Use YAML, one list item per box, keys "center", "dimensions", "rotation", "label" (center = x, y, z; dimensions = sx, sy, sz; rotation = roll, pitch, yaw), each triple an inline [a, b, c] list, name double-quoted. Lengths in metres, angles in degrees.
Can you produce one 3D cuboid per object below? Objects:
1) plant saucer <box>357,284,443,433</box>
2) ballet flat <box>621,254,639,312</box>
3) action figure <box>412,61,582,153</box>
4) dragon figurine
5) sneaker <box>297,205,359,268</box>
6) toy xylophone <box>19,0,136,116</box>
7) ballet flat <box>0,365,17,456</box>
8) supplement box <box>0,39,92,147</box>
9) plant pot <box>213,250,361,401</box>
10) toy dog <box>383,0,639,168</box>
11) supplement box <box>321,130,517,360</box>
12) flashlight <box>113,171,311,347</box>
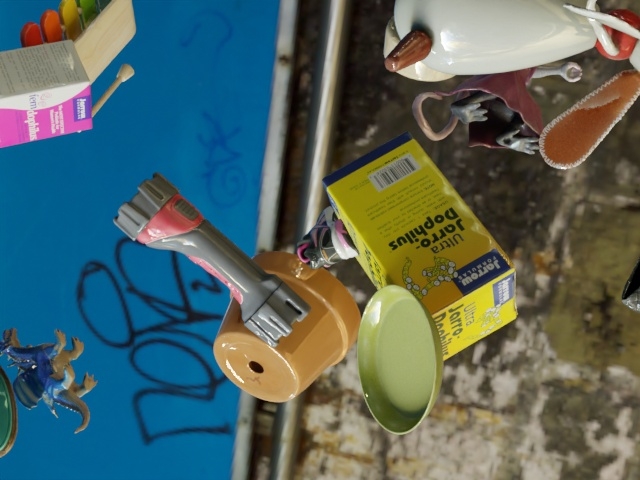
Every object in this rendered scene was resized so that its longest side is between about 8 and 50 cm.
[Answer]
- center: [0.133, 0.192, 1.627]
  dimensions: [0.241, 0.037, 0.241]
  rotation: [-1, 89, 63]
  label: "plant saucer"
- center: [0.416, 0.006, 1.229]
  dimensions: [0.057, 0.049, 0.173]
  rotation: [10, 83, 61]
  label: "ballet flat"
- center: [0.366, -0.340, 2.007]
  dimensions: [0.248, 0.276, 0.370]
  rotation: [54, -142, -46]
  label: "action figure"
- center: [-0.482, 0.257, 1.773]
  dimensions: [0.144, 0.289, 0.085]
  rotation: [-38, -35, 12]
  label: "dragon figurine"
- center: [0.000, 0.000, 1.422]
  dimensions: [0.072, 0.077, 0.178]
  rotation: [63, 179, -5]
  label: "sneaker"
- center: [-0.432, -0.340, 1.815]
  dimensions: [0.322, 0.081, 0.236]
  rotation: [-55, -18, -39]
  label: "toy xylophone"
- center: [-0.652, 0.260, 1.882]
  dimensions: [0.116, 0.342, 0.124]
  rotation: [-30, -17, -14]
  label: "ballet flat"
- center: [-0.493, -0.234, 1.624]
  dimensions: [0.114, 0.220, 0.111]
  rotation: [59, 154, 32]
  label: "supplement box"
- center: [-0.086, 0.195, 2.074]
  dimensions: [0.291, 0.291, 0.203]
  rotation: [90, -154, -44]
  label: "plant pot"
- center: [0.188, -0.169, 0.865]
  dimensions: [0.161, 0.334, 0.220]
  rotation: [-59, -38, -37]
  label: "toy dog"
- center: [0.180, 0.013, 1.827]
  dimensions: [0.356, 0.195, 0.194]
  rotation: [56, 173, 32]
  label: "supplement box"
- center: [-0.161, 0.035, 1.476]
  dimensions: [0.103, 0.304, 0.103]
  rotation: [-48, 4, -7]
  label: "flashlight"
